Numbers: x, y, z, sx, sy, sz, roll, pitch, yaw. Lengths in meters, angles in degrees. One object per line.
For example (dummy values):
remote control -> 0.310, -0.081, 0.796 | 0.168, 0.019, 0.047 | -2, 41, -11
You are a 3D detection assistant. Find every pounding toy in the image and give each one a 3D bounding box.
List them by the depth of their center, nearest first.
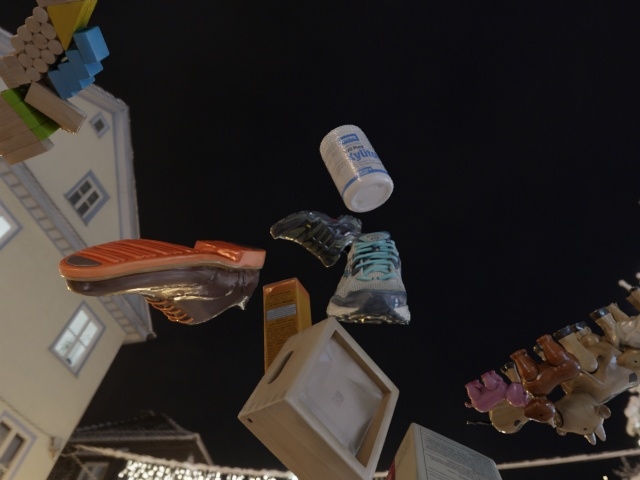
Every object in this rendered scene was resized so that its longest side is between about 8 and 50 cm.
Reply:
pounding toy -> 0.006, 0.163, 0.466 | 0.100, 0.141, 0.130 | -34, -78, 36

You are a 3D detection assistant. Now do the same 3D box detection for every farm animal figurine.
farm animal figurine -> 0.436, 0.255, 0.804 | 0.327, 0.172, 0.330 | -27, -25, -6

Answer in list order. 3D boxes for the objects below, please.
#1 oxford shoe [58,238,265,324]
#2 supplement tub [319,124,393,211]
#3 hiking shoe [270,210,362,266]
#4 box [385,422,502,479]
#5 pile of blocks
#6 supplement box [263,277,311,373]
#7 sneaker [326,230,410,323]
oxford shoe -> -0.212, 0.070, 0.701 | 0.130, 0.364, 0.132 | 12, -85, 31
supplement tub -> 0.048, -0.098, 0.634 | 0.071, 0.107, 0.071 | -18, -31, -11
hiking shoe -> 0.000, 0.000, 1.037 | 0.227, 0.114, 0.086 | 1, -20, -24
box -> 0.175, 0.386, 0.643 | 0.149, 0.232, 0.126 | 24, -84, 7
pile of blocks -> -0.401, -0.268, 0.714 | 0.149, 0.112, 0.362 | 38, -59, -23
supplement box -> -0.058, 0.191, 0.847 | 0.080, 0.233, 0.078 | -16, -38, 11
sneaker -> 0.068, 0.046, 0.672 | 0.110, 0.283, 0.122 | 3, -87, 3
